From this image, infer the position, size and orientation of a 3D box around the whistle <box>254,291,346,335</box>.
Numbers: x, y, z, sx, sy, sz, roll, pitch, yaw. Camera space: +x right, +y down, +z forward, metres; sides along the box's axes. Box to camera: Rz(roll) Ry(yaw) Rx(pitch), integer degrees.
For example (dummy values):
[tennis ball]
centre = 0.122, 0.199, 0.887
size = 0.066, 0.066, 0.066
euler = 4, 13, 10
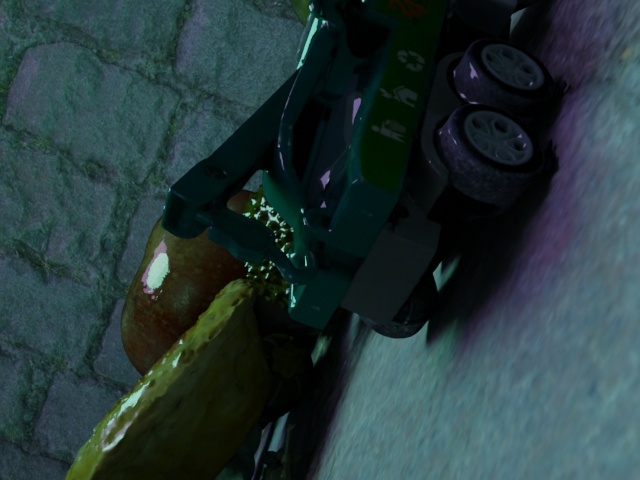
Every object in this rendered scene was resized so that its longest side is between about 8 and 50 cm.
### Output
[whistle]
centre = -0.020, 0.090, 0.943
size = 0.220, 0.107, 0.057
euler = 73, -168, -77

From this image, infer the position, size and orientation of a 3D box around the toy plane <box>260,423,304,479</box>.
[toy plane]
centre = -0.039, 0.231, 0.740
size = 0.111, 0.040, 0.102
euler = -73, -12, -68

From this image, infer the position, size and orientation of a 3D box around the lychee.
[lychee]
centre = 0.000, 0.000, 0.754
size = 0.171, 0.171, 0.171
euler = -157, 90, -86

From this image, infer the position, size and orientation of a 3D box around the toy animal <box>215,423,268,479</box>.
[toy animal]
centre = -0.137, 0.304, 1.098
size = 0.236, 0.108, 0.138
euler = -73, 7, -59

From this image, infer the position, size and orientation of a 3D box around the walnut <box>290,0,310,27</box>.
[walnut]
centre = 0.082, -0.365, 0.966
size = 0.277, 0.253, 0.282
euler = 142, 152, -83

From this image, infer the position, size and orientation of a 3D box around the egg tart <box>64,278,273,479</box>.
[egg tart]
centre = -0.144, 0.184, 0.841
size = 0.319, 0.128, 0.319
euler = -49, 5, 5

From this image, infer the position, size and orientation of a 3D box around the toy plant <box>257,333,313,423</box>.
[toy plant]
centre = -0.060, 0.173, 0.971
size = 0.162, 0.092, 0.093
euler = 125, 168, -57

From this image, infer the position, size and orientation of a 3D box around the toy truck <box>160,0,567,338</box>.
[toy truck]
centre = 0.047, -0.097, 0.526
size = 0.177, 0.178, 0.363
euler = 117, 177, -47

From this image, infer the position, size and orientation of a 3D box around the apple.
[apple]
centre = -0.141, 0.085, 1.189
size = 0.348, 0.276, 0.349
euler = -159, 90, -84
